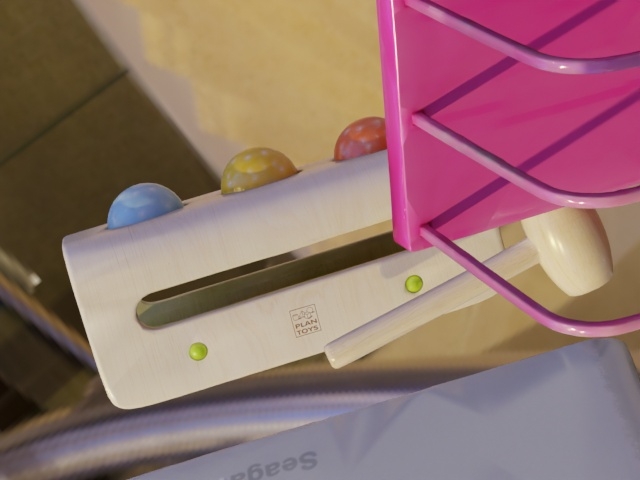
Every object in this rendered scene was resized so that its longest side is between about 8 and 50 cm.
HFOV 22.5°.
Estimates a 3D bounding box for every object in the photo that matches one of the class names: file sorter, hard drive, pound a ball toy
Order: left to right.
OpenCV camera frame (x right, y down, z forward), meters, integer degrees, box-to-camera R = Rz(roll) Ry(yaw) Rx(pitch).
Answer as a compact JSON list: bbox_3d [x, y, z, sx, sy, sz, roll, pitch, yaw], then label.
[{"bbox_3d":[0.000,0.000,1.038,0.208,0.319,0.135,-145,38,-81],"label":"pound a ball toy"},{"bbox_3d":[0.032,0.170,0.455,0.307,0.203,0.040,-101,-8,-50],"label":"hard drive"},{"bbox_3d":[0.157,-0.125,0.815,0.182,0.202,0.290,37,138,56],"label":"file sorter"}]
